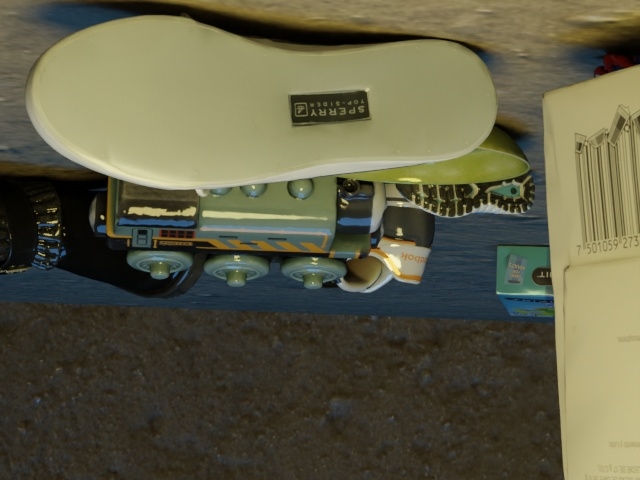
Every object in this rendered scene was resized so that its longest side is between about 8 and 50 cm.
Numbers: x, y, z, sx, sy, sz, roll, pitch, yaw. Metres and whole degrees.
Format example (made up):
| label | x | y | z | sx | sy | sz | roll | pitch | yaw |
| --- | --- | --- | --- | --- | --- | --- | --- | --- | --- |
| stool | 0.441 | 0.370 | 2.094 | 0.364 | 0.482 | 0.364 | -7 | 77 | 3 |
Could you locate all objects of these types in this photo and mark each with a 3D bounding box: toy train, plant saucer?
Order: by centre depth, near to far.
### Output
| label | x | y | z | sx | sy | sz | roll | pitch | yaw |
| --- | --- | --- | --- | --- | --- | --- | --- | --- | --- |
| plant saucer | 0.087 | -0.092 | 1.648 | 0.241 | 0.037 | 0.241 | 2 | 172 | 0 |
| toy train | -0.089 | -0.033 | 1.838 | 0.334 | 0.142 | 0.190 | 4 | 163 | -5 |

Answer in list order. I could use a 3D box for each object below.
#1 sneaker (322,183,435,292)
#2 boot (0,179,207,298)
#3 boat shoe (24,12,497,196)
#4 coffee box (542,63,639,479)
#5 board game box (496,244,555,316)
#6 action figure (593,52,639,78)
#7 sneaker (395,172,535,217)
| label | x | y | z | sx | sy | sz | roll | pitch | yaw |
| --- | --- | --- | --- | --- | --- | --- | --- | --- | --- |
| sneaker | 0.000 | 0.000 | 2.066 | 0.321 | 0.127 | 0.126 | -2 | 173 | 43 |
| boot | -0.323 | -0.012 | 1.991 | 0.260 | 0.131 | 0.348 | 10 | 176 | -43 |
| boat shoe | -0.057 | -0.107 | 1.314 | 0.367 | 0.135 | 0.156 | -5 | 179 | -20 |
| coffee box | 0.398 | 0.033 | 1.205 | 0.334 | 0.338 | 0.338 | -1 | 176 | -30 |
| board game box | 0.412 | 0.071 | 2.599 | 0.254 | 0.079 | 0.336 | 2 | 173 | 11 |
| action figure | 0.255 | -0.136 | 1.285 | 0.038 | 0.030 | 0.115 | 5 | 175 | -36 |
| sneaker | 0.153 | -0.052 | 1.837 | 0.162 | 0.063 | 0.073 | 7 | 175 | -24 |
